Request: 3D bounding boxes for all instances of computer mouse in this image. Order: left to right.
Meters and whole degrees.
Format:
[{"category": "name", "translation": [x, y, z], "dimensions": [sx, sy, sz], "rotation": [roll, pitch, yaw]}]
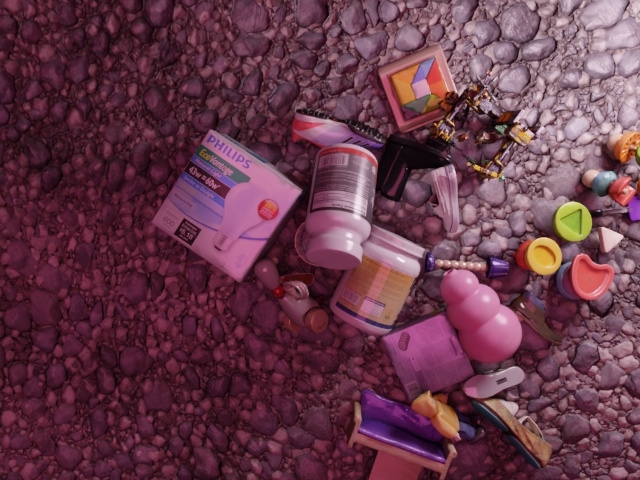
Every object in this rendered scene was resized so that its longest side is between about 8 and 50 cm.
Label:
[{"category": "computer mouse", "translation": [0.429, -0.375, 1.815], "dimensions": [0.071, 0.041, 0.242], "rotation": [36, 92, 19]}]

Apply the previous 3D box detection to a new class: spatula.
[{"category": "spatula", "translation": [0.970, -0.095, 1.805], "dimensions": [0.297, 0.030, 0.084], "rotation": [-9, 97, 4]}]

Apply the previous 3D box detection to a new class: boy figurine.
[{"category": "boy figurine", "translation": [0.425, 0.584, 1.823], "dimensions": [0.285, 0.177, 0.092], "rotation": [34, 120, -21]}]

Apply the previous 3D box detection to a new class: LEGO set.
[{"category": "LEGO set", "translation": [0.529, -0.346, 1.701], "dimensions": [0.331, 0.192, 0.255], "rotation": [44, 91, -13]}]

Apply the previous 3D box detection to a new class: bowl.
[{"category": "bowl", "translation": [0.000, 0.000, 1.850], "dimensions": [0.170, 0.080, 0.169], "rotation": [0, 95, 3]}]

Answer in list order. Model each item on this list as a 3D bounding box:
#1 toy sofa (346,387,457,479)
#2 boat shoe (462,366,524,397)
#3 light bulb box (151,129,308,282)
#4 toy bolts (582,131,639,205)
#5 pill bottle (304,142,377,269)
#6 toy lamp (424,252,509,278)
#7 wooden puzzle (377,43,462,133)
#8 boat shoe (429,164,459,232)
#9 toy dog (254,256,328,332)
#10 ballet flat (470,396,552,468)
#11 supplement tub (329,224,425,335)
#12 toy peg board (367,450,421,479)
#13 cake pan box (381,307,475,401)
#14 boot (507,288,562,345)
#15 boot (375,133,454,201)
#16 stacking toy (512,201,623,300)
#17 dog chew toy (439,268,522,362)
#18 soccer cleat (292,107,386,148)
[{"category": "toy sofa", "translation": [0.280, 0.662, 1.859], "dimensions": [0.363, 0.150, 0.177], "rotation": [20, 97, 1]}, {"category": "boat shoe", "translation": [0.585, 0.488, 1.843], "dimensions": [0.220, 0.070, 0.077], "rotation": [-12, 76, -10]}, {"category": "light bulb box", "translation": [-0.288, -0.116, 1.786], "dimensions": [0.358, 0.225, 0.361], "rotation": [34, 97, 0]}, {"category": "toy bolts", "translation": [0.985, -0.222, 1.768], "dimensions": [0.228, 0.158, 0.218], "rotation": [-46, 132, -3]}, {"category": "pill bottle", "translation": [0.062, -0.105, 1.706], "dimensions": [0.211, 0.210, 0.362], "rotation": [7, 68, 3]}, {"category": "toy lamp", "translation": [0.498, 0.084, 1.830], "dimensions": [0.275, 0.080, 0.080], "rotation": [6, 96, 4]}, {"category": "wooden puzzle", "translation": [0.330, -0.505, 1.792], "dimensions": [0.221, 0.044, 0.238], "rotation": [-20, 93, 12]}, {"category": "boat shoe", "translation": [0.400, -0.126, 1.758], "dimensions": [0.088, 0.096, 0.267], "rotation": [-10, 137, 6]}, {"category": "toy dog", "translation": [-0.077, 0.170, 1.807], "dimensions": [0.220, 0.161, 0.333], "rotation": [15, 141, 29]}, {"category": "ballet flat", "translation": [0.666, 0.631, 1.860], "dimensions": [0.123, 0.123, 0.348], "rotation": [-44, 91, 6]}, {"category": "supplement tub", "translation": [0.189, 0.127, 1.775], "dimensions": [0.229, 0.228, 0.316], "rotation": [25, 97, 1]}, {"category": "toy peg board", "translation": [0.255, 0.834, 1.923], "dimensions": [0.161, 0.079, 0.160], "rotation": [20, 80, 1]}, {"category": "cake pan box", "translation": [0.373, 0.401, 1.871], "dimensions": [0.246, 0.070, 0.266], "rotation": [-25, 93, 8]}, {"category": "boot", "translation": [0.749, 0.262, 1.827], "dimensions": [0.219, 0.082, 0.106], "rotation": [34, 99, 2]}, {"category": "boot", "translation": [0.294, -0.220, 1.777], "dimensions": [0.247, 0.094, 0.207], "rotation": [25, 99, 27]}, {"category": "stacking toy", "translation": [0.826, 0.038, 1.806], "dimensions": [0.309, 0.130, 0.279], "rotation": [32, 81, -7]}, {"category": "dog chew toy", "translation": [0.511, 0.238, 1.771], "dimensions": [0.207, 0.206, 0.331], "rotation": [-35, 96, 6]}, {"category": "soccer cleat", "translation": [0.060, -0.352, 1.814], "dimensions": [0.319, 0.108, 0.116], "rotation": [16, 116, 0]}]
